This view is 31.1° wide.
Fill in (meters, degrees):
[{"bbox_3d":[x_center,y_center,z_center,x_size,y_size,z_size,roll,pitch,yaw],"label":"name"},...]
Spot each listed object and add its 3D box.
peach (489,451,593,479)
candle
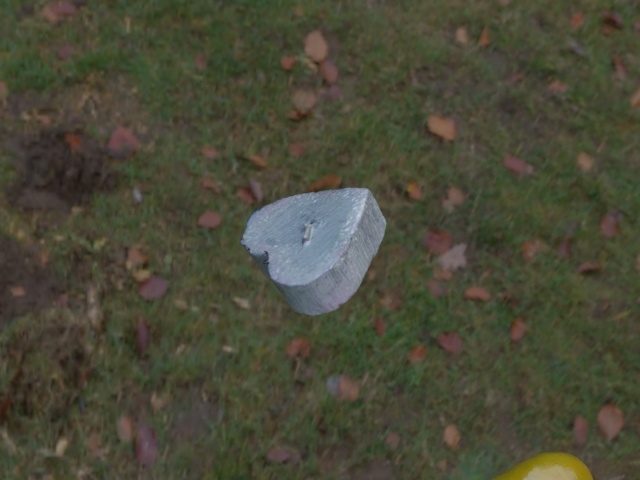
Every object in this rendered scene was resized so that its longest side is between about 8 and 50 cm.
[{"bbox_3d":[0.272,0.346,1.510,0.179,0.179,0.103,-15,66,-22],"label":"peach"},{"bbox_3d":[0.000,0.000,1.407,0.168,0.068,0.192,-33,36,-6],"label":"candle"}]
